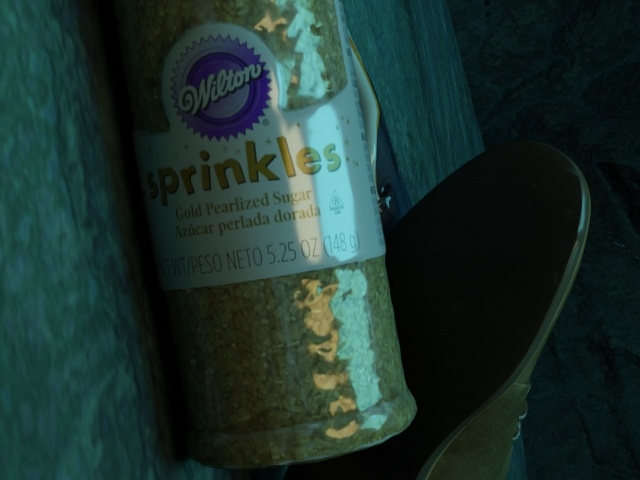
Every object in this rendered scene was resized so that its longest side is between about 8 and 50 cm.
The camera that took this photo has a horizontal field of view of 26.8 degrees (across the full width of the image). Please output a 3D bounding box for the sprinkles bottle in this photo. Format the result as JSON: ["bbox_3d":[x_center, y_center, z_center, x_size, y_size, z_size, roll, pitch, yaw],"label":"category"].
[{"bbox_3d":[-0.038,-0.071,0.676,0.121,0.121,0.355,-23,103,-78],"label":"sprinkles bottle"}]

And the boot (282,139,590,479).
[{"bbox_3d":[0.074,0.084,0.765,0.115,0.112,0.305,8,114,-48],"label":"boot"}]

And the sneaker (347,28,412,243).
[{"bbox_3d":[0.000,0.000,0.806,0.127,0.126,0.321,-41,112,-81],"label":"sneaker"}]
